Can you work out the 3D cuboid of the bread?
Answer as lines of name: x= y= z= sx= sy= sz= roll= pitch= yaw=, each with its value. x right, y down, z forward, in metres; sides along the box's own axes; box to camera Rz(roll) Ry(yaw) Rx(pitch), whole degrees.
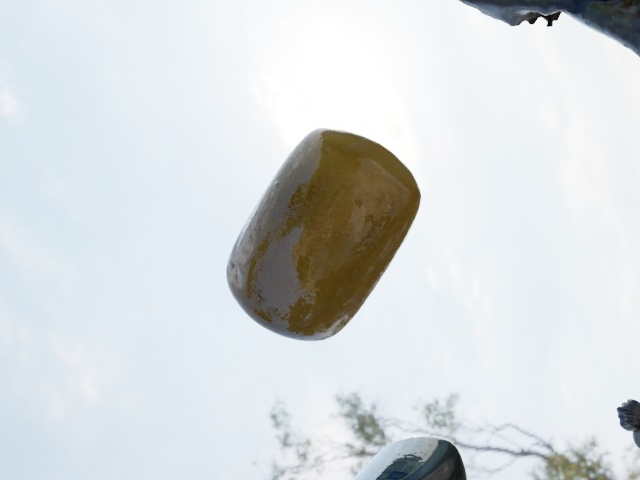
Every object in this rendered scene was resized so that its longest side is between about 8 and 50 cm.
bread: x=0.000 y=0.000 z=0.976 sx=0.147 sy=0.217 sz=0.098 roll=27 pitch=-159 yaw=-5

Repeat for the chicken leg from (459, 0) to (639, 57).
chicken leg: x=0.044 y=-0.106 z=0.345 sx=0.070 sy=0.178 sz=0.093 roll=-58 pitch=-23 yaw=-6

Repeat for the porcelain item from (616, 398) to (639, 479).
porcelain item: x=0.227 y=0.135 z=0.683 sx=0.075 sy=0.021 sz=0.136 roll=42 pitch=-127 yaw=-23

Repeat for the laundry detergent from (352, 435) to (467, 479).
laundry detergent: x=0.041 y=0.235 z=0.825 sx=0.206 sy=0.096 sz=0.061 roll=-30 pitch=-71 yaw=-50
